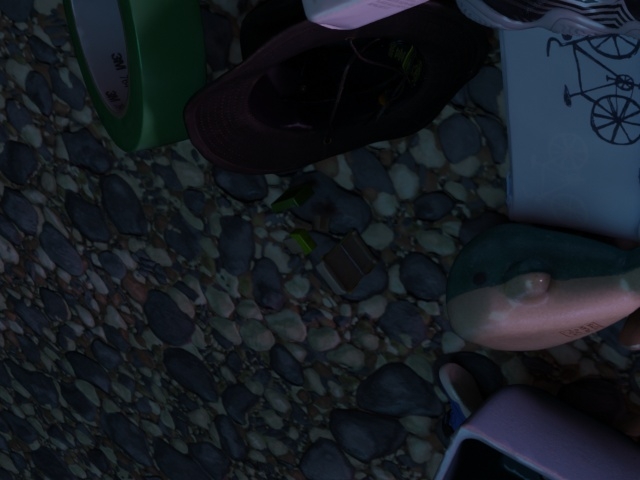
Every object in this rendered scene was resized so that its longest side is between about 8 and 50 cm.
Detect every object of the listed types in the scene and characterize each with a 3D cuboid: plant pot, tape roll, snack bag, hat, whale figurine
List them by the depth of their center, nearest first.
[{"bbox_3d":[0.337,-0.116,1.233,0.342,0.037,0.323,13,135,28],"label":"snack bag"},{"bbox_3d":[0.004,-0.204,1.278,0.331,0.331,0.134,-44,57,50],"label":"hat"},{"bbox_3d":[-0.221,-0.263,1.353,0.321,0.077,0.321,165,90,-69],"label":"tape roll"},{"bbox_3d":[0.274,0.038,1.357,0.272,0.141,0.216,-16,159,30],"label":"whale figurine"},{"bbox_3d":[0.277,0.326,1.507,0.248,0.252,0.247,28,118,13],"label":"plant pot"}]

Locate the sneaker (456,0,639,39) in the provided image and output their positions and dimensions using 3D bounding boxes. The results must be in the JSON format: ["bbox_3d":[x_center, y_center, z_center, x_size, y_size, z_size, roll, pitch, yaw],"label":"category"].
[{"bbox_3d":[0.265,-0.293,1.038,0.366,0.137,0.210,9,134,35],"label":"sneaker"}]

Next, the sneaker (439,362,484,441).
[{"bbox_3d":[0.191,0.238,1.660,0.084,0.058,0.152,-24,117,38],"label":"sneaker"}]

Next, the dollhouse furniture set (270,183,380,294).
[{"bbox_3d":[0.000,0.000,1.576,0.151,0.076,0.058,53,151,-14],"label":"dollhouse furniture set"}]

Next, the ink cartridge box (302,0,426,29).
[{"bbox_3d":[0.126,-0.382,0.980,0.385,0.091,0.308,-16,88,26],"label":"ink cartridge box"}]

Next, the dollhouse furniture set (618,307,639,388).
[{"bbox_3d":[0.466,0.186,1.322,0.242,0.161,0.212,-8,122,41],"label":"dollhouse furniture set"}]
